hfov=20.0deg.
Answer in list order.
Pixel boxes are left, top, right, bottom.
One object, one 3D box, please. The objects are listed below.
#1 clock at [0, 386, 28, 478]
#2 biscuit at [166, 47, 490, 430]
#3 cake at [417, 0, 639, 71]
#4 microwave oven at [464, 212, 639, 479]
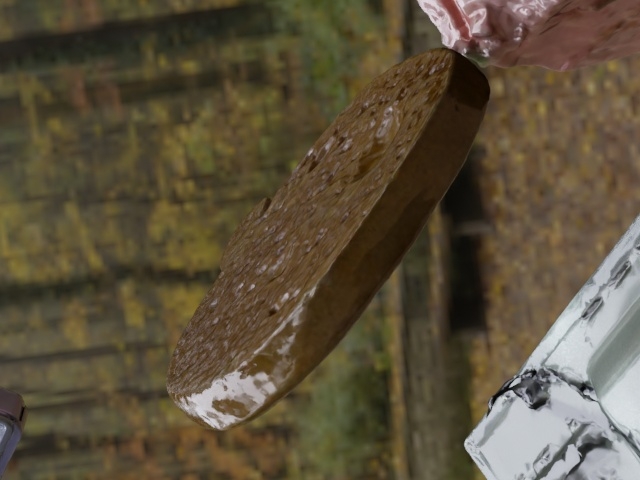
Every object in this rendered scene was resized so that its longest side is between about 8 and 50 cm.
[{"bbox_3d":[-0.395,0.188,1.749,0.145,0.193,0.073,-64,12,12],"label":"clock"},{"bbox_3d":[0.001,0.001,1.474,0.367,0.063,0.314,-56,15,-19],"label":"biscuit"},{"bbox_3d":[0.243,-0.327,1.550,0.314,0.306,0.293,-45,63,47],"label":"cake"},{"bbox_3d":[0.331,0.056,1.058,0.236,0.374,0.432,56,144,22],"label":"microwave oven"}]
